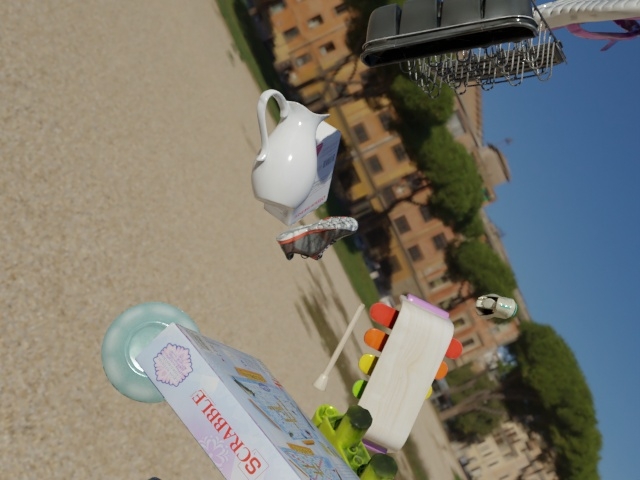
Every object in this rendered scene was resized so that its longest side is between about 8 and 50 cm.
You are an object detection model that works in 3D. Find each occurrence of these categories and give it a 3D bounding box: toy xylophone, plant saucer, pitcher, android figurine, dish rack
[{"bbox_3d":[0.129,0.250,1.578,0.236,0.323,0.081,34,-6,-4],"label":"toy xylophone"},{"bbox_3d":[-0.318,0.209,1.529,0.195,0.194,0.037,65,-17,9],"label":"plant saucer"},{"bbox_3d":[-0.078,-0.176,1.568,0.125,0.207,0.177,12,-6,44],"label":"pitcher"},{"bbox_3d":[0.031,0.381,1.220,0.248,0.056,0.273,59,-40,39],"label":"android figurine"},{"bbox_3d":[0.194,-0.235,1.013,0.271,0.208,0.074,19,71,-60],"label":"dish rack"}]

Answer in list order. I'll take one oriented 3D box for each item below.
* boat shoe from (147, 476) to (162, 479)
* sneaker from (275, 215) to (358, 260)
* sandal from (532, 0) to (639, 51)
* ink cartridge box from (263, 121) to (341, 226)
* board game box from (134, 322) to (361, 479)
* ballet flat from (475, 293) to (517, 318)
[{"bbox_3d":[-0.248,0.430,1.270,0.046,0.038,0.125,-41,108,-44],"label":"boat shoe"},{"bbox_3d":[0.000,0.000,1.430,0.061,0.157,0.065,-40,115,-60],"label":"sneaker"},{"bbox_3d":[0.549,-0.423,1.555,0.416,0.169,0.102,23,-46,62],"label":"sandal"},{"bbox_3d":[-0.050,-0.180,2.115,0.100,0.172,0.237,34,-43,22],"label":"ink cartridge box"},{"bbox_3d":[-0.047,0.258,0.974,0.318,0.066,0.319,47,-1,22],"label":"board game box"},{"bbox_3d":[0.358,0.135,1.702,0.168,0.052,0.057,155,-49,-75],"label":"ballet flat"}]
